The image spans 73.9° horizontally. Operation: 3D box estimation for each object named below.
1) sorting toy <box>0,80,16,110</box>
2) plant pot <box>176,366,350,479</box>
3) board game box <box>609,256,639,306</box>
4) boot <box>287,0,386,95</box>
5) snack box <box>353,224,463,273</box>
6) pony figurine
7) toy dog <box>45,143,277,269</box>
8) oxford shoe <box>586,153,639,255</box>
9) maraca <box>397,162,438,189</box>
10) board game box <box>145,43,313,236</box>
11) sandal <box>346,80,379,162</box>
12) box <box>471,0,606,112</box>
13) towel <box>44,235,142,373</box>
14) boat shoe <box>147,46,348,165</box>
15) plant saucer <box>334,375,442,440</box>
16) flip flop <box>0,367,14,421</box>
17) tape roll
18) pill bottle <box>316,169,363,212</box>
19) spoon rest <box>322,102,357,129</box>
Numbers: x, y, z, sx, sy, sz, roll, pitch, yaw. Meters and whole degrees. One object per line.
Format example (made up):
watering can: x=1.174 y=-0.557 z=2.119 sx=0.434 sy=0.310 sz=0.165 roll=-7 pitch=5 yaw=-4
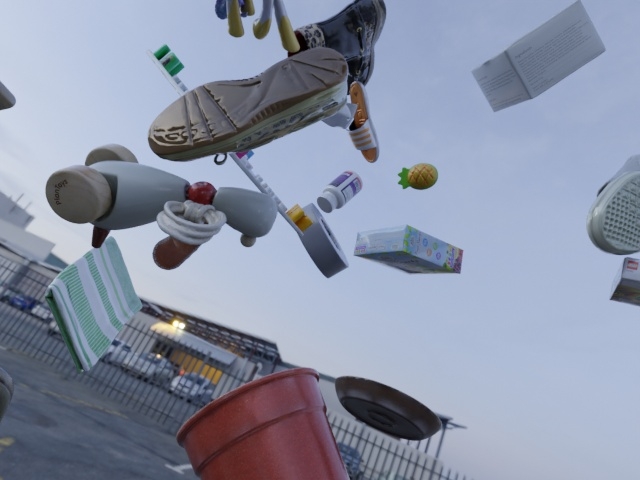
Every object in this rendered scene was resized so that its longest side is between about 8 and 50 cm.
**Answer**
sorting toy: x=-0.878 y=-0.322 z=1.032 sx=0.041 sy=0.229 sz=0.307 roll=65 pitch=-16 yaw=4
plant pot: x=-0.067 y=0.401 z=0.709 sx=0.265 sy=0.272 sz=0.272 roll=59 pitch=-6 yaw=30
board game box: x=0.784 y=0.117 z=0.868 sx=0.305 sy=0.053 sz=0.193 roll=13 pitch=-15 yaw=32
boot: x=0.039 y=-0.563 z=1.329 sx=0.138 sy=0.284 sz=0.377 roll=53 pitch=-19 yaw=11
snack box: x=0.216 y=0.030 z=1.053 sx=0.207 sy=0.070 sz=0.174 roll=21 pitch=-16 yaw=-31
pony figurine: x=-0.167 y=-0.636 z=0.910 sx=0.351 sy=0.303 sz=0.363 roll=46 pitch=-25 yaw=22
toy dog: x=-0.253 y=-0.032 z=0.673 sx=0.333 sy=0.220 sz=0.161 roll=23 pitch=-62 yaw=16
oxford shoe: x=0.698 y=-0.092 z=0.954 sx=0.130 sy=0.449 sz=0.169 roll=-8 pitch=-71 yaw=58
maraca: x=0.448 y=-0.294 z=1.964 sx=0.185 sy=0.127 sz=0.099 roll=-3 pitch=-12 yaw=22
board game box: x=-0.196 y=-0.224 z=0.985 sx=0.390 sy=0.050 sz=0.390 roll=50 pitch=-1 yaw=32
sandal: x=0.119 y=-0.378 z=1.394 sx=0.102 sy=0.076 sz=0.265 roll=10 pitch=-61 yaw=61
box: x=0.461 y=-0.389 z=0.926 sx=0.119 sy=0.182 sz=0.181 roll=56 pitch=3 yaw=-8
towel: x=-0.584 y=0.155 z=1.126 sx=0.038 sy=0.325 sz=0.248 roll=-10 pitch=-70 yaw=5
boat shoe: x=-0.092 y=-0.168 z=0.590 sx=0.285 sy=0.105 sz=0.089 roll=-20 pitch=-24 yaw=-1
plant saucer: x=0.173 y=0.472 z=1.171 sx=0.310 sy=0.050 sz=0.310 roll=21 pitch=-32 yaw=14
flip flop: x=-0.407 y=0.207 z=0.440 sx=0.112 sy=0.080 sz=0.277 roll=23 pitch=-63 yaw=-22
tape roll: x=0.000 y=0.000 z=1.250 sx=0.219 sy=0.072 sz=0.219 roll=59 pitch=7 yaw=-11
pill bottle: x=0.076 y=-0.195 z=1.722 sx=0.108 sy=0.193 sz=0.108 roll=31 pitch=-36 yaw=25
spoon rest: x=0.043 y=-0.370 z=1.245 sx=0.137 sy=0.084 sz=0.276 roll=14 pitch=18 yaw=18
